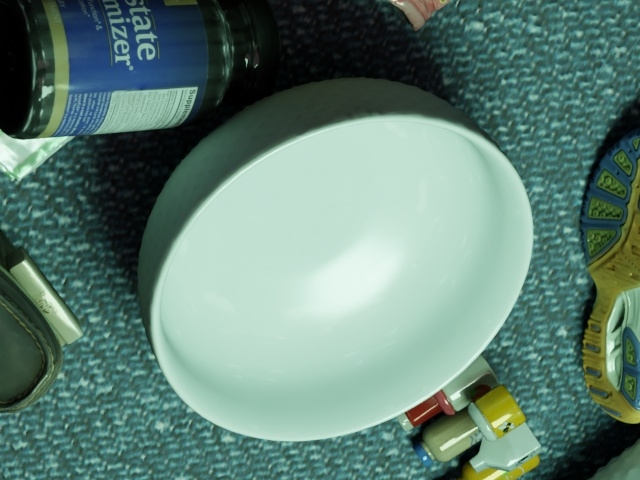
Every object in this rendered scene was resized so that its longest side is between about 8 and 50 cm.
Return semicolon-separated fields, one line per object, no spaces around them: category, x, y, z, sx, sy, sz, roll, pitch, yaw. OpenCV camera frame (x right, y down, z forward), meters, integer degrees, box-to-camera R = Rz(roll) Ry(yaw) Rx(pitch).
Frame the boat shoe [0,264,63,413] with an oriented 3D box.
boat shoe;-0.361;0.025;1.412;0.355;0.130;0.132;33;92;-5

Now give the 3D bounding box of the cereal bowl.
cereal bowl;0.000;0.000;1.559;0.339;0.141;0.339;-14;131;-16

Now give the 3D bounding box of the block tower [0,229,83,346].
block tower;-0.365;0.122;1.546;0.335;0.097;0.091;-33;120;2

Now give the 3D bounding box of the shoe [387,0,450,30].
shoe;0.057;-0.254;1.517;0.081;0.063;0.178;-44;124;0

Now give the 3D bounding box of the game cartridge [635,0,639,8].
game cartridge;0.410;-0.184;1.674;0.196;0.060;0.294;-30;120;2

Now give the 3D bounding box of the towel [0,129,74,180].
towel;-0.254;-0.135;1.501;0.113;0.023;0.152;-39;118;0

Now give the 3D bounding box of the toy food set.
toy food set;0.130;0.177;1.703;0.104;0.111;0.232;-33;164;0

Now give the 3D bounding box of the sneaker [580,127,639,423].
sneaker;0.322;0.022;1.730;0.131;0.112;0.296;-15;121;-31

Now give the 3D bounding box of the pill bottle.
pill bottle;-0.148;-0.147;1.458;0.219;0.123;0.123;-7;118;-30

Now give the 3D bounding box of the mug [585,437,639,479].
mug;0.338;0.366;1.733;0.328;0.374;0.276;-37;116;10
